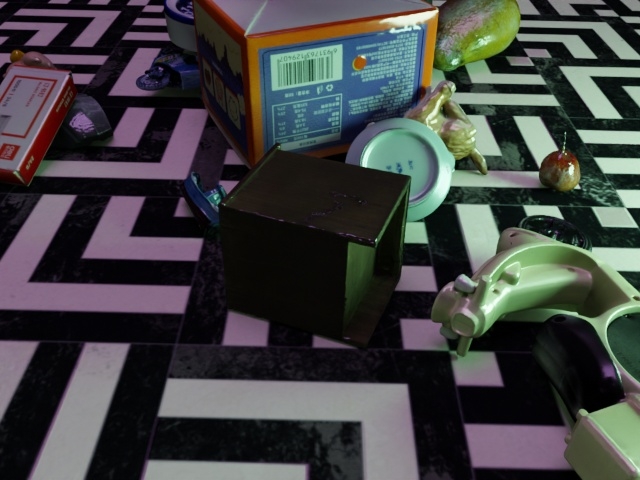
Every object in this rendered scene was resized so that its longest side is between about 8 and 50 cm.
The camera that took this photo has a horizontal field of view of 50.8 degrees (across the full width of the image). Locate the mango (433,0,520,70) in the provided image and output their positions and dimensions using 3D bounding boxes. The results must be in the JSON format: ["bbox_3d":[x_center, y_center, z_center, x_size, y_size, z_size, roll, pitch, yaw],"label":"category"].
[{"bbox_3d":[0.345,-0.487,1.577,0.193,0.146,0.316,26,56,31],"label":"mango"}]

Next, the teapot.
[{"bbox_3d":[0.108,-0.095,1.039,0.232,0.158,0.159,-15,38,-4],"label":"teapot"}]

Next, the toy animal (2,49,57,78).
[{"bbox_3d":[-0.601,-0.341,1.402,0.114,0.091,0.081,10,63,32],"label":"toy animal"}]

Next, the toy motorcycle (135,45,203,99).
[{"bbox_3d":[-0.264,-0.361,1.417,0.255,0.092,0.135,-14,38,-17],"label":"toy motorcycle"}]

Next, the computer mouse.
[{"bbox_3d":[-0.475,-0.240,1.261,0.126,0.071,0.231,-28,45,-34],"label":"computer mouse"}]

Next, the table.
[{"bbox_3d":[0.000,0.000,0.863,0.193,0.169,0.172,14,38,17],"label":"table"}]

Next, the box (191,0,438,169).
[{"bbox_3d":[-0.020,-0.322,1.234,0.349,0.256,0.318,-15,37,-20],"label":"box"}]

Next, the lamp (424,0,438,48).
[{"bbox_3d":[0.100,-0.538,1.506,0.272,0.205,0.374,22,28,-30],"label":"lamp"}]

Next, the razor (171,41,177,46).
[{"bbox_3d":[-0.173,-0.482,1.571,0.327,0.107,0.189,9,38,11],"label":"razor"}]

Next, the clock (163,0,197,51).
[{"bbox_3d":[-0.206,-0.468,1.411,0.231,0.083,0.230,-2,39,1],"label":"clock"}]

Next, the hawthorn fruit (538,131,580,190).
[{"bbox_3d":[0.398,-0.129,1.109,0.067,0.103,0.066,-2,44,2],"label":"hawthorn fruit"}]

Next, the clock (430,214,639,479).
[{"bbox_3d":[0.294,0.105,0.777,0.277,0.120,0.379,-12,38,-25],"label":"clock"}]

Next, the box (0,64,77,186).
[{"bbox_3d":[-0.515,-0.201,1.155,0.123,0.050,0.229,10,60,9],"label":"box"}]

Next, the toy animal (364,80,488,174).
[{"bbox_3d":[0.173,-0.146,1.138,0.185,0.183,0.104,-34,5,-15],"label":"toy animal"}]

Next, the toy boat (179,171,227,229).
[{"bbox_3d":[-0.172,-0.062,1.034,0.061,0.060,0.137,-29,38,-5],"label":"toy boat"}]
